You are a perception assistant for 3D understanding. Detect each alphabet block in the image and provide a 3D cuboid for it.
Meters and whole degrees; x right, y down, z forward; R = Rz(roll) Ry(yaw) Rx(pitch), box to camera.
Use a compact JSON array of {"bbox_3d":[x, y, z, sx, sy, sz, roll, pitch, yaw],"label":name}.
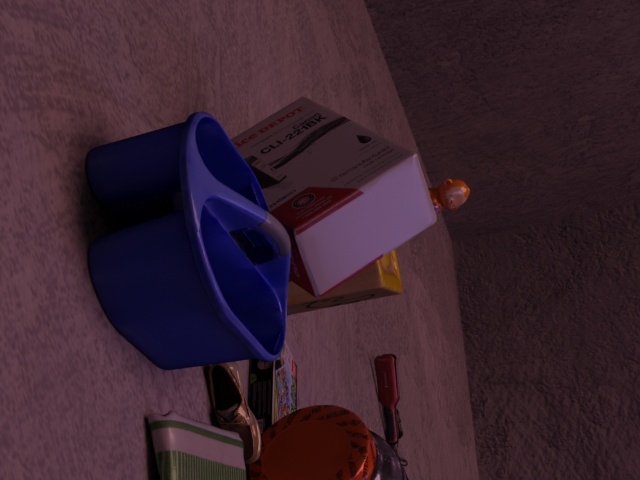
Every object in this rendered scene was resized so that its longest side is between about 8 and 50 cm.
[{"bbox_3d":[0.000,0.000,2.159,0.192,0.197,0.193,16,63,-76],"label":"alphabet block"}]

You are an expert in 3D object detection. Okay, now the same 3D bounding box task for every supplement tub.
[{"bbox_3d":[0.036,0.388,1.919,0.207,0.207,0.338,-88,161,-49],"label":"supplement tub"}]

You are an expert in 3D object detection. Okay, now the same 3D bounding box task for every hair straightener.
[{"bbox_3d":[0.152,0.342,2.921,0.089,0.047,0.230,3,76,-78],"label":"hair straightener"}]

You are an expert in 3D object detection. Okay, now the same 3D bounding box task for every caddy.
[{"bbox_3d":[-0.125,0.005,1.607,0.341,0.179,0.241,56,26,-62],"label":"caddy"}]

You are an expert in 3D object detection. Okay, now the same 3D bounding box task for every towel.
[{"bbox_3d":[-0.126,0.364,1.612,0.248,0.038,0.325,42,40,-69],"label":"towel"}]

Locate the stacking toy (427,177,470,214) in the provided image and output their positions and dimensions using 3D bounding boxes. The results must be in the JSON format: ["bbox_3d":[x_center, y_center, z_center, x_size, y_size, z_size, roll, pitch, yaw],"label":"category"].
[{"bbox_3d":[0.108,-0.052,2.465,0.165,0.302,0.175,-87,162,-52],"label":"stacking toy"}]

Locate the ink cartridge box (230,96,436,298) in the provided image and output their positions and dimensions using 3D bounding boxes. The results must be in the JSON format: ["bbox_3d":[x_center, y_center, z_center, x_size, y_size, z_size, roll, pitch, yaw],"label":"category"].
[{"bbox_3d":[-0.014,-0.064,1.879,0.273,0.197,0.114,32,-31,51],"label":"ink cartridge box"}]

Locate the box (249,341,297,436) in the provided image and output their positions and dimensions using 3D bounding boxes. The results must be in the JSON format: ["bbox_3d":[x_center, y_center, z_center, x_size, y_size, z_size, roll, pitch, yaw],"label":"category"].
[{"bbox_3d":[-0.066,0.225,2.022,0.114,0.036,0.207,67,16,-44],"label":"box"}]

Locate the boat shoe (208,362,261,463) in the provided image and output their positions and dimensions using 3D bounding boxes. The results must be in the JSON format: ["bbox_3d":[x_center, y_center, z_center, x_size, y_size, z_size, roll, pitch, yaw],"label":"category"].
[{"bbox_3d":[-0.112,0.214,1.796,0.045,0.050,0.135,19,50,-73],"label":"boat shoe"}]
